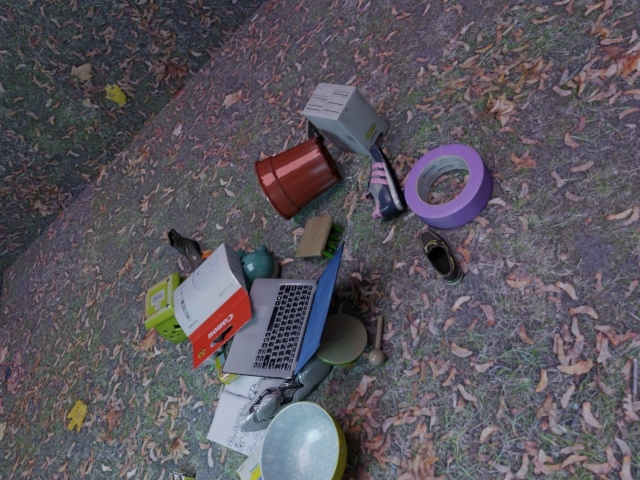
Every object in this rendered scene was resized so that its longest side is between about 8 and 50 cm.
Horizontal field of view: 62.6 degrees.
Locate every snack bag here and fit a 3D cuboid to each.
[{"bbox_3d":[-0.248,0.574,1.878,0.322,0.037,0.343,2,67,41],"label":"snack bag"}]

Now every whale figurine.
[{"bbox_3d":[-0.291,0.105,2.115,0.272,0.141,0.216,24,82,45],"label":"whale figurine"}]

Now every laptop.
[{"bbox_3d":[-0.122,0.220,1.697,0.407,0.236,0.382,0,50,20],"label":"laptop"}]

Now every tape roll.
[{"bbox_3d":[0.419,-0.178,1.735,0.274,0.090,0.275,-19,54,29],"label":"tape roll"}]

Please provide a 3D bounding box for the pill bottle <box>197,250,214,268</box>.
[{"bbox_3d":[-0.455,0.167,2.222,0.130,0.130,0.246,-29,50,23],"label":"pill bottle"}]

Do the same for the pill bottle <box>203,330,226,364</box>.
[{"bbox_3d":[-0.434,0.391,2.086,0.111,0.112,0.187,-15,57,33],"label":"pill bottle"}]

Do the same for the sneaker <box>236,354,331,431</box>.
[{"bbox_3d":[-0.152,0.458,1.761,0.365,0.137,0.210,-39,46,-10],"label":"sneaker"}]

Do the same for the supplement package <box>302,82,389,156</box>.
[{"bbox_3d":[0.101,-0.467,2.042,0.204,0.261,0.145,23,82,44],"label":"supplement package"}]

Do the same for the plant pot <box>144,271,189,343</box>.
[{"bbox_3d":[-0.612,0.277,2.233,0.228,0.207,0.227,-30,50,24],"label":"plant pot"}]

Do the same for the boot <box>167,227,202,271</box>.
[{"bbox_3d":[-0.616,0.054,2.398,0.083,0.161,0.247,-46,45,9],"label":"boot"}]

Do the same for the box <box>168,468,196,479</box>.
[{"bbox_3d":[-0.517,0.943,1.866,0.087,0.058,0.233,-6,62,36],"label":"box"}]

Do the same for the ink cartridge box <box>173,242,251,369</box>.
[{"bbox_3d":[-0.411,0.233,1.948,0.308,0.091,0.385,-42,35,14],"label":"ink cartridge box"}]

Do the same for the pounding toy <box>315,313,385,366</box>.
[{"bbox_3d":[0.089,0.342,1.708,0.236,0.110,0.183,-1,49,6],"label":"pounding toy"}]

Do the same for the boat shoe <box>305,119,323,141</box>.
[{"bbox_3d":[-0.029,-0.441,2.283,0.079,0.084,0.233,-2,48,-5],"label":"boat shoe"}]

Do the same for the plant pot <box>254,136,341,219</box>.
[{"bbox_3d":[-0.079,-0.262,2.089,0.264,0.272,0.273,-29,50,14],"label":"plant pot"}]

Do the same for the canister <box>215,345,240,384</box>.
[{"bbox_3d":[-0.300,0.435,1.940,0.169,0.073,0.126,-39,43,11],"label":"canister"}]

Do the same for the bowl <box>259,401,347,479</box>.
[{"bbox_3d":[-0.023,0.641,1.568,0.289,0.156,0.290,-20,53,30],"label":"bowl"}]

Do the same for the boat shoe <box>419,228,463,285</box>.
[{"bbox_3d":[0.371,0.038,1.660,0.081,0.068,0.228,-40,47,14],"label":"boat shoe"}]

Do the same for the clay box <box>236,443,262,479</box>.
[{"bbox_3d":[-0.158,0.772,1.658,0.127,0.053,0.222,-49,57,6],"label":"clay box"}]

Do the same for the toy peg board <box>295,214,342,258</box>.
[{"bbox_3d":[0.000,0.000,1.998,0.160,0.079,0.162,-8,59,54],"label":"toy peg board"}]

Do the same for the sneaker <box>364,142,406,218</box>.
[{"bbox_3d":[0.206,-0.218,1.917,0.131,0.112,0.319,-28,49,20],"label":"sneaker"}]
